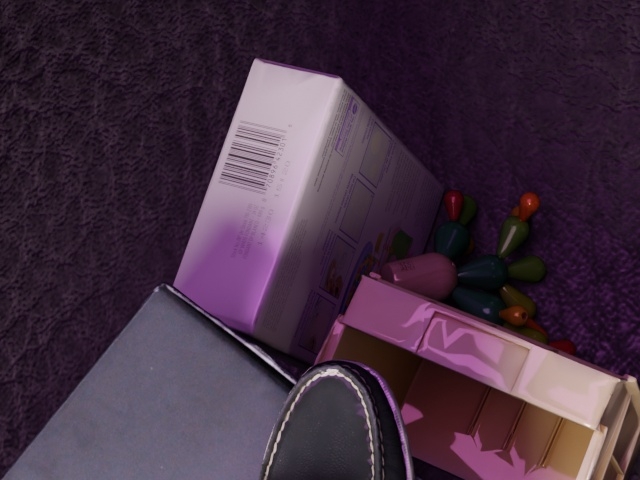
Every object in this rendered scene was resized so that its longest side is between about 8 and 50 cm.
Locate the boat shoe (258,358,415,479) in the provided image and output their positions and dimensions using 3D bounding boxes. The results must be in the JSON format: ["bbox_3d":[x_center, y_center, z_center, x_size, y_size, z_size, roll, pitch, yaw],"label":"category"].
[{"bbox_3d":[-0.005,0.217,0.881,0.114,0.091,0.303,-1,72,15],"label":"boat shoe"}]

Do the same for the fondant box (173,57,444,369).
[{"bbox_3d":[0.000,0.000,1.329,0.096,0.330,0.238,15,81,26],"label":"fondant box"}]

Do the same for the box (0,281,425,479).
[{"bbox_3d":[-0.098,0.360,1.168,0.297,0.472,0.480,36,84,24],"label":"box"}]

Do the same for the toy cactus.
[{"bbox_3d":[0.152,0.032,1.366,0.180,0.112,0.219,-3,57,-22],"label":"toy cactus"}]

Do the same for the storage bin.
[{"bbox_3d":[0.157,0.155,1.271,0.262,0.260,0.123,22,79,24],"label":"storage bin"}]
